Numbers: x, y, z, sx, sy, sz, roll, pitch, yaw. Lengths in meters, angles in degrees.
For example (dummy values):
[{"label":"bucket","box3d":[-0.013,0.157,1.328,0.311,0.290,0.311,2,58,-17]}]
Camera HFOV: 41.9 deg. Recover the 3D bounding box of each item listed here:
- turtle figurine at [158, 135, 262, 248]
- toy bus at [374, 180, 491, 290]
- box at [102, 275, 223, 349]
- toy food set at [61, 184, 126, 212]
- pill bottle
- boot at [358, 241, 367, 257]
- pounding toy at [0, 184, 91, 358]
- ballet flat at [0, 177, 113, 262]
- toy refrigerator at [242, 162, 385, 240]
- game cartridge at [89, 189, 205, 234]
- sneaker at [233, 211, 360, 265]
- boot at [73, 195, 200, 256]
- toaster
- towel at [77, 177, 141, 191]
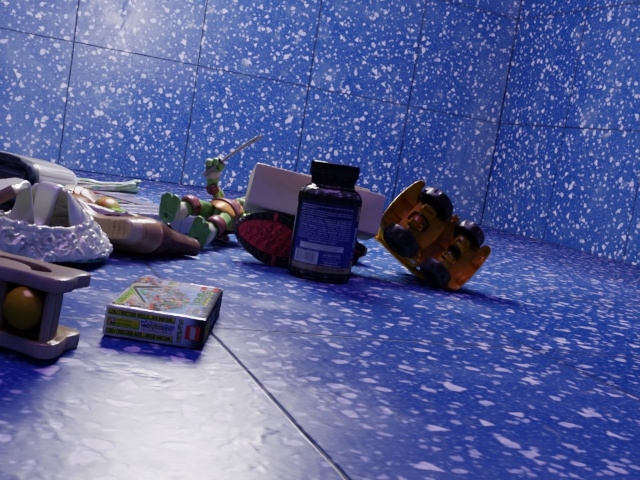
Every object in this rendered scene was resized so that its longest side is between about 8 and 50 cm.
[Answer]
[{"label":"turtle figurine","box3d":[-0.196,-0.097,1.791,0.275,0.197,0.266,-22,3,33]},{"label":"toy bus","box3d":[0.221,0.013,1.774,0.220,0.149,0.211,44,-21,5]},{"label":"box","box3d":[-0.186,0.085,1.025,0.114,0.036,0.207,9,6,-3]},{"label":"toy food set","box3d":[-0.472,-0.075,1.726,0.192,0.038,0.132,35,15,15]},{"label":"pill bottle","box3d":[0.012,-0.038,1.583,0.123,0.219,0.123,9,6,-1]},{"label":"boot","box3d":[0.000,0.000,1.867,0.219,0.082,0.106,7,4,-32]},{"label":"pounding toy","box3d":[-0.360,0.016,0.842,0.270,0.154,0.154,12,2,21]},{"label":"ballet flat","box3d":[-0.426,-0.024,1.232,0.147,0.147,0.409,11,6,14]},{"label":"toy refrigerator","box3d":[-0.014,-0.080,1.700,0.270,0.094,0.102,14,-9,-9]},{"label":"game cartridge","box3d":[-0.469,-0.074,1.972,0.355,0.068,0.230,15,4,42]},{"label":"sneaker","box3d":[-0.058,0.013,1.704,0.262,0.104,0.125,15,-7,-17]},{"label":"boot","box3d":[-0.374,-0.012,1.554,0.248,0.090,0.207,11,-6,27]},{"label":"toaster","box3d":[-0.635,-0.119,1.813,0.227,0.129,0.146,13,5,26]},{"label":"towel","box3d":[-0.644,-0.142,2.178,0.325,0.038,0.248,1,-2,-19]}]
